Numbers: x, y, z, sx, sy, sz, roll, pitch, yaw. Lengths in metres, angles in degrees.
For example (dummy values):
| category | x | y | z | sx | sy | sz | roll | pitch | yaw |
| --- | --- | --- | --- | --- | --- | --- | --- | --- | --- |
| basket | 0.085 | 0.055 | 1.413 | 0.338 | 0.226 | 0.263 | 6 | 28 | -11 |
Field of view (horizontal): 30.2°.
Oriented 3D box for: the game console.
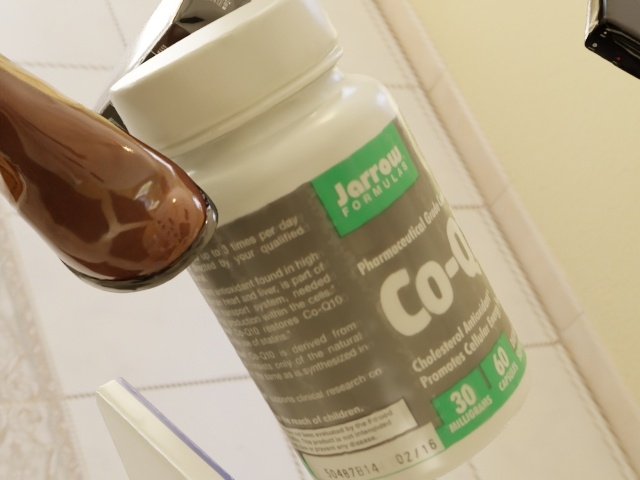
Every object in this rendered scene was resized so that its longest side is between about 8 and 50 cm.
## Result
| category | x | y | z | sx | sy | sz | roll | pitch | yaw |
| --- | --- | --- | --- | --- | --- | --- | --- | --- | --- |
| game console | 0.233 | -0.285 | 1.164 | 0.361 | 0.044 | 0.213 | 27 | 44 | -11 |

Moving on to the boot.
| category | x | y | z | sx | sy | sz | roll | pitch | yaw |
| --- | --- | --- | --- | --- | --- | --- | --- | --- | --- |
| boot | -0.206 | -0.103 | 0.701 | 0.264 | 0.096 | 0.280 | 38 | -9 | 44 |

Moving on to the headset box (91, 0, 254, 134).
| category | x | y | z | sx | sy | sz | roll | pitch | yaw |
| --- | --- | --- | --- | --- | --- | --- | --- | --- | --- |
| headset box | -0.165 | -0.188 | 1.349 | 0.110 | 0.293 | 0.218 | 33 | 43 | -17 |

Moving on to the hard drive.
| category | x | y | z | sx | sy | sz | roll | pitch | yaw |
| --- | --- | --- | --- | --- | --- | --- | --- | --- | --- |
| hard drive | -0.113 | 0.279 | 1.162 | 0.040 | 0.210 | 0.318 | -28 | 28 | -22 |

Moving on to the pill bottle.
| category | x | y | z | sx | sy | sz | roll | pitch | yaw |
| --- | --- | --- | --- | --- | --- | --- | --- | --- | --- |
| pill bottle | 0.000 | 0.000 | 0.919 | 0.361 | 0.204 | 0.204 | 60 | 39 | -15 |
